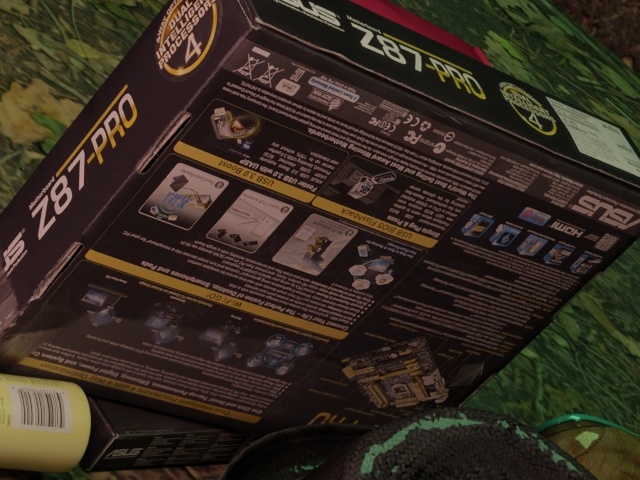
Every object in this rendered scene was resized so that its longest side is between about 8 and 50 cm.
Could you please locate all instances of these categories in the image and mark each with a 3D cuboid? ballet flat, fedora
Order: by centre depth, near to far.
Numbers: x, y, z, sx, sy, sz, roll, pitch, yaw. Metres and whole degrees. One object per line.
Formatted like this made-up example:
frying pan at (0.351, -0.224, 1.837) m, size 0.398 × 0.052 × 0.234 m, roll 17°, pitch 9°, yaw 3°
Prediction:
fedora at (0.095, 0.215, 1.277) m, size 0.334 × 0.152 × 0.334 m, roll 19°, pitch 43°, yaw -18°
ballet flat at (0.319, 0.236, 1.745) m, size 0.342 × 0.116 × 0.124 m, roll 13°, pitch 53°, yaw -46°

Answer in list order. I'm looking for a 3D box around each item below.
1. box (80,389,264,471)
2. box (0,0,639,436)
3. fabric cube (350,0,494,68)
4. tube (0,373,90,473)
box at (-0.142, 0.086, 1.398) m, size 0.190 × 0.045 × 0.184 m, roll 6°, pitch 38°, yaw -52°
box at (0.000, 0.000, 1.307) m, size 0.395 × 0.318 × 0.097 m, roll 18°, pitch 33°, yaw -39°
fabric cube at (0.016, -0.052, 1.626) m, size 0.258 × 0.259 × 0.254 m, roll 23°, pitch 26°, yaw -38°
tube at (-0.258, 0.105, 1.180) m, size 0.240 × 0.070 × 0.062 m, roll 12°, pitch 78°, yaw -40°
